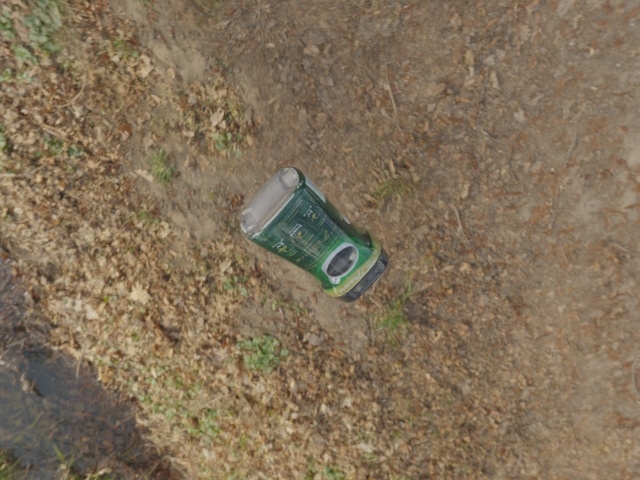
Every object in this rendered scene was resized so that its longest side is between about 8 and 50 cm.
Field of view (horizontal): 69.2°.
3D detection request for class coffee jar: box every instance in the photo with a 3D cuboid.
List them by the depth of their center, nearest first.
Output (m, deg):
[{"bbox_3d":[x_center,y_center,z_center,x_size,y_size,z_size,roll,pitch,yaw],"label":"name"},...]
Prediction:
[{"bbox_3d":[0.000,0.000,0.561,0.096,0.079,0.184,-47,125,6],"label":"coffee jar"}]
